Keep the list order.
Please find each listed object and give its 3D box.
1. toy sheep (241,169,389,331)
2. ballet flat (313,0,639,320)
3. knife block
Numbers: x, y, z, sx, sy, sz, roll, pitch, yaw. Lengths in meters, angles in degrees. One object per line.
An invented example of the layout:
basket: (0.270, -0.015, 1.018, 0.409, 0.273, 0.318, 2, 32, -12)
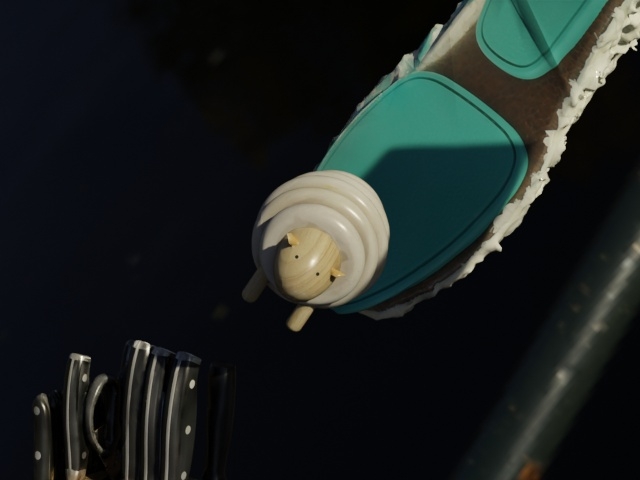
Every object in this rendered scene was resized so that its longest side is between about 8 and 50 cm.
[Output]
toy sheep: (0.000, 0.000, 1.057, 0.091, 0.091, 0.132, -31, 15, 23)
ballet flat: (0.137, -0.103, 1.189, 0.409, 0.147, 0.147, -52, 37, 20)
knife block: (-0.103, 0.209, 1.161, 0.242, 0.088, 0.276, -42, 73, 29)
